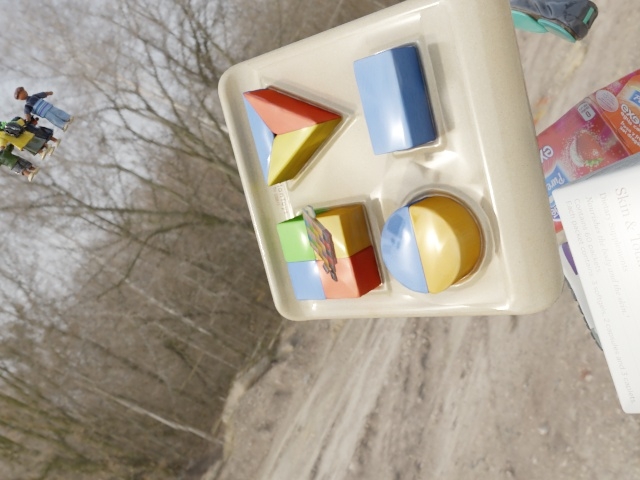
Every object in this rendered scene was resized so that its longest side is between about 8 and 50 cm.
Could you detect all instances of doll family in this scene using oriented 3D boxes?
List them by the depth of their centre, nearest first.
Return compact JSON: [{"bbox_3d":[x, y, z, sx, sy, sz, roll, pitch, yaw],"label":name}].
[{"bbox_3d":[-0.537,-0.202,1.265,0.076,0.111,0.193,-50,17,40],"label":"doll family"}]

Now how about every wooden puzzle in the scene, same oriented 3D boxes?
[{"bbox_3d":[0.000,0.000,0.667,0.006,0.049,0.083,-27,-44,-16],"label":"wooden puzzle"},{"bbox_3d":[0.048,-0.065,0.731,0.347,0.322,0.080,-8,10,36],"label":"wooden puzzle"}]

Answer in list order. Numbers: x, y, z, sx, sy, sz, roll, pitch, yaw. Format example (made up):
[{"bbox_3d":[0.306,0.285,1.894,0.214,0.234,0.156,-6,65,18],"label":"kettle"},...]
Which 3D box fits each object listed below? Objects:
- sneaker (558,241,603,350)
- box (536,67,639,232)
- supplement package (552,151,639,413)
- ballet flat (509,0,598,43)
[{"bbox_3d":[0.431,0.072,0.963,0.124,0.107,0.283,-51,36,31],"label":"sneaker"},{"bbox_3d":[0.343,-0.098,0.926,0.128,0.123,0.257,-29,-9,-29],"label":"box"},{"bbox_3d":[0.368,0.001,0.538,0.198,0.199,0.262,-20,2,-43],"label":"supplement package"},{"bbox_3d":[0.339,-0.341,1.027,0.074,0.074,0.203,-61,25,14],"label":"ballet flat"}]
